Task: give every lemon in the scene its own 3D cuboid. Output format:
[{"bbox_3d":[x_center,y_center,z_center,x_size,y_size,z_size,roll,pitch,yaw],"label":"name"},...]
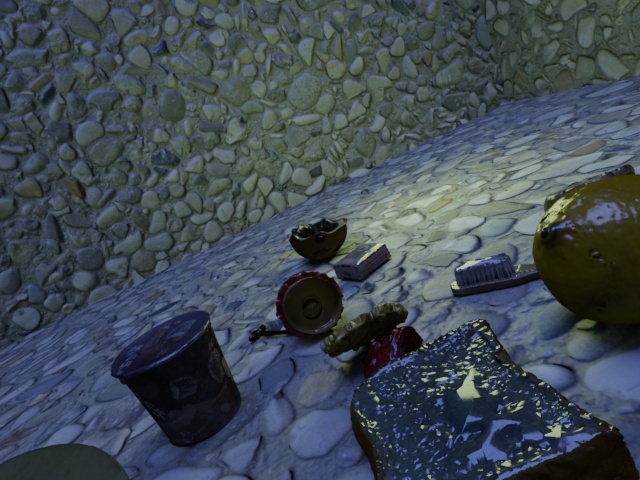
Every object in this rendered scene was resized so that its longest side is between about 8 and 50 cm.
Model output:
[{"bbox_3d":[0.474,0.012,0.681,0.254,0.228,0.228,-15,17,11],"label":"lemon"}]

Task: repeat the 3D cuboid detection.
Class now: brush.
[{"bbox_3d":[0.433,0.052,0.923,0.328,0.065,0.070,-14,16,27],"label":"brush"}]

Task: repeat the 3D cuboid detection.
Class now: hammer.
[{"bbox_3d":[-0.113,0.242,1.162,0.178,0.021,0.065,-13,18,33],"label":"hammer"}]

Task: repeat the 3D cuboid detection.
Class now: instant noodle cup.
[{"bbox_3d":[-0.287,0.290,0.916,0.218,0.207,0.217,-21,17,7],"label":"instant noodle cup"}]

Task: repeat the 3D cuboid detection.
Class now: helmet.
[{"bbox_3d":[0.000,0.000,1.593,0.224,0.130,0.198,-10,20,9],"label":"helmet"}]

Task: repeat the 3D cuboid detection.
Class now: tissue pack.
[{"bbox_3d":[0.126,0.062,1.331,0.148,0.060,0.109,-34,17,-34],"label":"tissue pack"}]

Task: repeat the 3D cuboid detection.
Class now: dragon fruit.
[{"bbox_3d":[0.120,0.212,0.822,0.106,0.083,0.162,-18,20,33],"label":"dragon fruit"}]

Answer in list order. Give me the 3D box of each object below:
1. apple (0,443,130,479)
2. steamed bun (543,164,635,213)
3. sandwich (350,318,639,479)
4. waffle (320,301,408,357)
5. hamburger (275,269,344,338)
[{"bbox_3d":[-0.388,0.424,0.499,0.360,0.320,0.312,-10,-18,25],"label":"apple"},{"bbox_3d":[0.634,-0.091,1.028,0.178,0.106,0.192,-19,-3,-40],"label":"steamed bun"},{"bbox_3d":[0.181,0.246,0.584,0.271,0.099,0.301,-25,17,-2],"label":"sandwich"},{"bbox_3d":[0.089,0.178,0.868,0.191,0.038,0.191,-23,-24,-11],"label":"waffle"},{"bbox_3d":[-0.037,0.153,1.091,0.175,0.175,0.137,-29,10,-16],"label":"hamburger"}]
